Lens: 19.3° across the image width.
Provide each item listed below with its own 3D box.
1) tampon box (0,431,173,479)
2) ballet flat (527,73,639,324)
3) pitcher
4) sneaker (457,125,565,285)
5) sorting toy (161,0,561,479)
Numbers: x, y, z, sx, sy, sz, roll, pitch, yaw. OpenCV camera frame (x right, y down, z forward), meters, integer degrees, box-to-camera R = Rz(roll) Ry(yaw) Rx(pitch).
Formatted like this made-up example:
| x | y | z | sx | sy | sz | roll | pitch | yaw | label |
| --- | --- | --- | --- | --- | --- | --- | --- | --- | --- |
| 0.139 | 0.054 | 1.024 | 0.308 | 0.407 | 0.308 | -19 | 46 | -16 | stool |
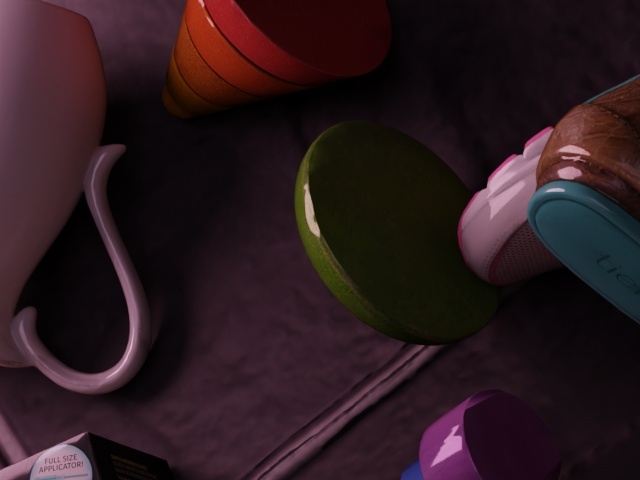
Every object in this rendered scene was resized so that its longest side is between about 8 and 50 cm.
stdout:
| x | y | z | sx | sy | sz | roll | pitch | yaw | label |
| --- | --- | --- | --- | --- | --- | --- | --- | --- | --- |
| -0.126 | 0.198 | 0.960 | 0.120 | 0.101 | 0.161 | -25 | 68 | 12 | tampon box |
| 0.238 | 0.052 | 0.817 | 0.342 | 0.116 | 0.124 | 45 | 69 | -5 | ballet flat |
| -0.165 | -0.026 | 1.041 | 0.178 | 0.125 | 0.207 | 12 | 90 | 2 | pitcher |
| 0.190 | -0.007 | 0.904 | 0.252 | 0.103 | 0.111 | -13 | 69 | 17 | sneaker |
| 0.000 | 0.000 | 0.991 | 0.126 | 0.127 | 0.365 | -39 | 65 | 38 | sorting toy |
